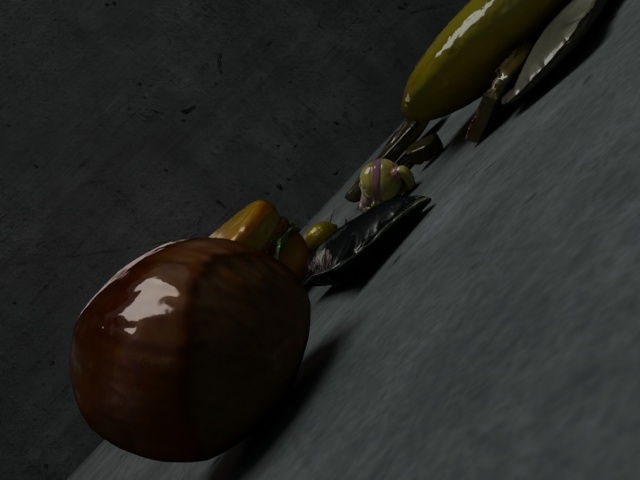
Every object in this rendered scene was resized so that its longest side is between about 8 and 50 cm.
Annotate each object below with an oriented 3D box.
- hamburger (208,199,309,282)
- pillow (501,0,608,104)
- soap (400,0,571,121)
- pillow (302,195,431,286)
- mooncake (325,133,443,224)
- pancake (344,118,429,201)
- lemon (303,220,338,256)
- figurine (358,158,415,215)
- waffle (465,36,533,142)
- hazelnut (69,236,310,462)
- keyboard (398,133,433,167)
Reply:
[{"bbox_3d":[-0.121,0.057,1.132,0.246,0.170,0.246,-39,17,14],"label":"hamburger"},{"bbox_3d":[0.282,-0.238,0.775,0.233,0.038,0.131,-49,2,-42],"label":"pillow"},{"bbox_3d":[0.284,-0.319,0.950,0.427,0.115,0.306,-42,0,7],"label":"soap"},{"bbox_3d":[0.041,0.005,0.810,0.141,0.055,0.208,-39,3,-16],"label":"pillow"},{"bbox_3d":[0.090,-0.088,1.178,0.150,0.057,0.347,-35,-3,-20],"label":"mooncake"},{"bbox_3d":[0.159,-0.196,1.482,0.294,0.049,0.294,-52,0,0],"label":"pancake"},{"bbox_3d":[0.000,0.000,1.209,0.083,0.062,0.062,-45,4,16],"label":"lemon"},{"bbox_3d":[0.093,-0.075,1.044,0.083,0.083,0.187,-48,-8,-19],"label":"figurine"},{"bbox_3d":[0.221,-0.185,0.828,0.135,0.021,0.092,-50,-17,-41],"label":"waffle"},{"bbox_3d":[-0.115,0.090,0.586,0.214,0.177,0.214,-5,28,2],"label":"hazelnut"},{"bbox_3d":[0.183,-0.170,1.322,0.074,0.015,0.196,-44,5,27],"label":"keyboard"}]
